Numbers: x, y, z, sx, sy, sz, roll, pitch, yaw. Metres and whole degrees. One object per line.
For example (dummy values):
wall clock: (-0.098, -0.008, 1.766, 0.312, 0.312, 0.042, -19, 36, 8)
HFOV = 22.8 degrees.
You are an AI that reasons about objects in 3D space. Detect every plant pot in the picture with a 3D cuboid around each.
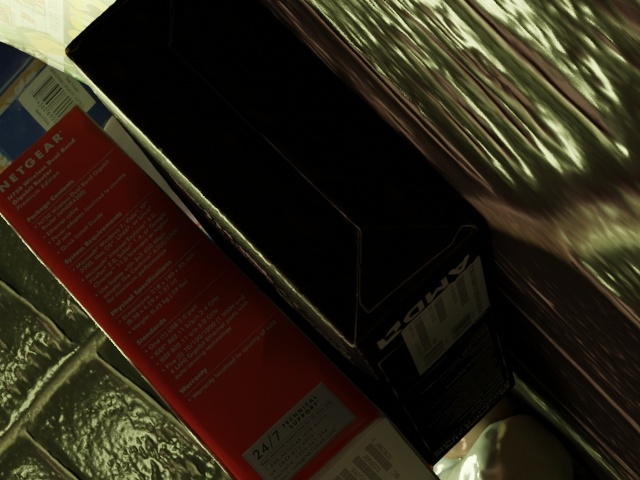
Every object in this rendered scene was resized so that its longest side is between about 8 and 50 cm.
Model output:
plant pot: (-0.317, -0.173, 1.539, 0.212, 0.236, 0.236, 37, 171, 29)

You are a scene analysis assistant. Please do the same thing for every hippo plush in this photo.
hippo plush: (0.088, 0.238, 1.242, 0.234, 0.236, 0.294, 51, 174, -38)

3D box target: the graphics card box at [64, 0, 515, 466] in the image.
graphics card box: (0.000, 0.000, 0.954, 0.233, 0.094, 0.371, 46, 176, 20)

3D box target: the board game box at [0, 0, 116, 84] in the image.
board game box: (-0.181, -0.170, 1.050, 0.136, 0.030, 0.259, 24, 165, -3)

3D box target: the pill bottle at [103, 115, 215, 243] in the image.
pill bottle: (-0.107, -0.040, 1.367, 0.124, 0.124, 0.221, 46, 175, 16)

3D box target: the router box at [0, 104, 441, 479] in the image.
router box: (-0.033, 0.101, 1.019, 0.301, 0.082, 0.335, 44, 175, 33)

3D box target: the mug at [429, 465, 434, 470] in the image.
mug: (0.191, 0.264, 1.519, 0.169, 0.150, 0.113, 39, 135, 33)
